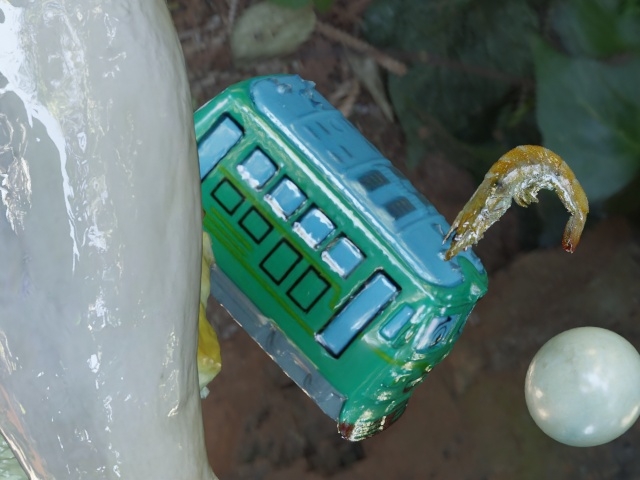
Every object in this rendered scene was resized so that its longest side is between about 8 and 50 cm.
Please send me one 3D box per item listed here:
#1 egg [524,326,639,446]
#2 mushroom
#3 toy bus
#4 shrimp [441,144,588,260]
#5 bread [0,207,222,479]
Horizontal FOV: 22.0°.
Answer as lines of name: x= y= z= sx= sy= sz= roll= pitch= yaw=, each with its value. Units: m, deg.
egg: x=0.255 y=0.143 z=1.594 sx=0.114 sy=0.114 sz=0.152 roll=0 pitch=160 yaw=-13
mushroom: x=-0.102 y=0.009 z=0.710 sx=0.128 sy=0.128 sz=0.350 roll=-14 pitch=102 yaw=-4
toy bus: x=0.000 y=0.000 z=1.585 sx=0.343 sy=0.183 sz=0.199 roll=46 pitch=113 yaw=11
shrimp: x=0.139 y=-0.013 z=1.148 sx=0.083 sy=0.023 sz=0.114 roll=42 pitch=75 yaw=8
bread: x=-0.283 y=0.054 z=1.118 sx=0.395 sy=0.239 sz=0.264 roll=-32 pitch=143 yaw=28
